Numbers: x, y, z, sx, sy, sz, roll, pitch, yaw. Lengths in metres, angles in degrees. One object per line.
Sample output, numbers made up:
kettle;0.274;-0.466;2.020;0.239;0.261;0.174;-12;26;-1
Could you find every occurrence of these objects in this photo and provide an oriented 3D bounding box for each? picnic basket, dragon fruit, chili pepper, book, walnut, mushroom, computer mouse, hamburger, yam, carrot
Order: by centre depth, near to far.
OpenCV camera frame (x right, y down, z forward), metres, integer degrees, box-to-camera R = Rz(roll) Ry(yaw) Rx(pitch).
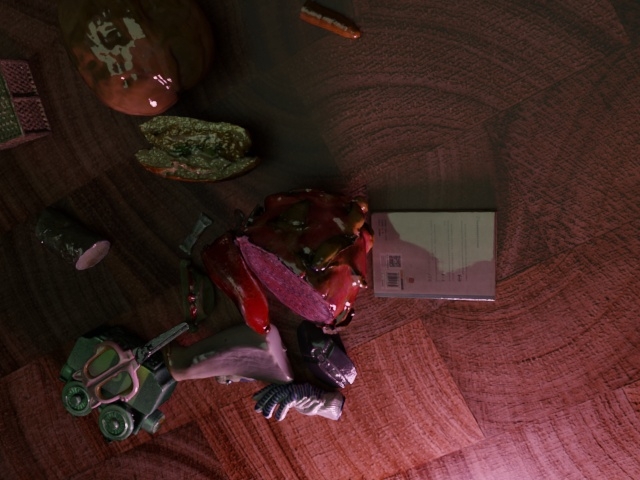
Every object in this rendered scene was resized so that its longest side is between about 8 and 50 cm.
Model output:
walnut;-0.405;-0.449;1.715;0.306;0.306;0.344;-39;92;20
dragon fruit;0.000;0.000;1.718;0.296;0.314;0.263;28;66;36
carrot;0.026;-0.479;1.720;0.139;0.048;0.048;25;108;6
book;0.255;0.032;1.788;0.283;0.025;0.215;2;104;15
hamburger;-0.267;-0.198;1.808;0.283;0.156;0.144;7;85;8
chili pepper;-0.181;0.099;1.827;0.144;0.136;0.252;-43;73;42
computer mouse;0.009;0.274;1.891;0.106;0.062;0.192;-33;91;20
picnic basket;-0.779;-0.327;1.926;0.154;0.134;0.196;-14;99;14
mushroom;-0.234;0.288;1.927;0.329;0.122;0.159;-10;82;17
yam;-0.633;-0.003;1.983;0.183;0.107;0.107;33;109;9

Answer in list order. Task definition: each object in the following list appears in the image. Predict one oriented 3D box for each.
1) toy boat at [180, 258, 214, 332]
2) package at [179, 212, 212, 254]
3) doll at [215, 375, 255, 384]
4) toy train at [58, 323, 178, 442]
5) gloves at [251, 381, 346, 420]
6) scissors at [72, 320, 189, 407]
toy boat;-0.304;0.136;1.935;0.071;0.089;0.185;-4;92;33
package;-0.306;-0.016;1.933;0.037;0.015;0.110;39;108;9
doll;-0.208;0.339;1.983;0.125;0.027;0.037;-8;95;17
toy train;-0.514;0.359;2.004;0.299;0.167;0.238;29;103;6
gloves;-0.053;0.389;1.918;0.229;0.119;0.097;0;75;-1
scissors;-0.450;0.286;1.913;0.317;0.024;0.160;-32;84;6
